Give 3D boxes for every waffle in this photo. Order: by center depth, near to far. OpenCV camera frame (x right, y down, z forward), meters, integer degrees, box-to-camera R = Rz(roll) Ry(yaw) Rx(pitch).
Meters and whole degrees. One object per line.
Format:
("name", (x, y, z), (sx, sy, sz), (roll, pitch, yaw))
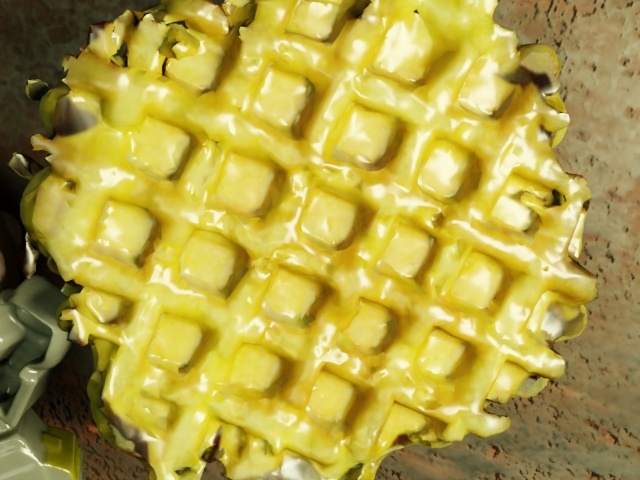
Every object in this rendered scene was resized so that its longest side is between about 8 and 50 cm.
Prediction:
("waffle", (0.000, 0.000, 0.550), (0.382, 0.095, 0.380), (-19, 107, -7))

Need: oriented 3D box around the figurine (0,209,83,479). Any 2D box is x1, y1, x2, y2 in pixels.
("figurine", (-0.314, 0.081, 0.662), (0.342, 0.167, 0.285), (-5, 108, 15))
